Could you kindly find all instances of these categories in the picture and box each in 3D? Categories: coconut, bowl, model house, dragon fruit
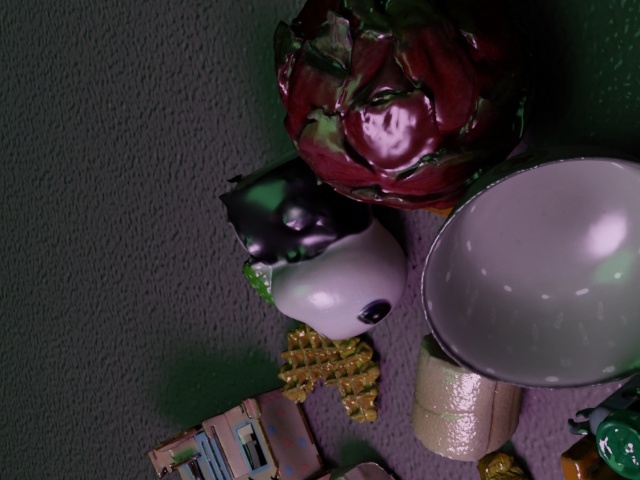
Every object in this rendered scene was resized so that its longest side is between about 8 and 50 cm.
[{"bbox_3d":[0.059,0.373,2.198,0.124,0.110,0.110,40,132,24],"label":"coconut"},{"bbox_3d":[0.274,-0.002,1.720,0.157,0.337,0.337,-93,18,-51],"label":"bowl"},{"bbox_3d":[-0.122,0.384,2.361,0.326,0.169,0.244,-31,84,49],"label":"model house"},{"bbox_3d":[0.101,-0.182,1.770,0.329,0.329,0.329,21,120,42],"label":"dragon fruit"}]

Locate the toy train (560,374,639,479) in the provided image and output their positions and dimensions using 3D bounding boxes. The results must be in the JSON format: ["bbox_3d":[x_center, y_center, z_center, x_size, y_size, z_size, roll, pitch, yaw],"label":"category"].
[{"bbox_3d":[0.452,0.280,1.668,0.429,0.178,0.249,12,123,47],"label":"toy train"}]

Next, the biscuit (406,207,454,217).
[{"bbox_3d":[0.120,-0.116,1.980,0.280,0.043,0.183,37,136,27],"label":"biscuit"}]

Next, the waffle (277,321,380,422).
[{"bbox_3d":[0.016,0.191,2.212,0.194,0.051,0.149,26,118,39],"label":"waffle"}]

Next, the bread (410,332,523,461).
[{"bbox_3d":[0.190,0.186,1.938,0.134,0.148,0.141,19,119,25],"label":"bread"}]

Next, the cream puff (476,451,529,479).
[{"bbox_3d":[0.240,0.320,2.005,0.083,0.058,0.083,-1,106,51],"label":"cream puff"}]

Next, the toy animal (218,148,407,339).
[{"bbox_3d":[-0.008,0.004,2.026,0.212,0.212,0.267,-12,104,50],"label":"toy animal"}]
